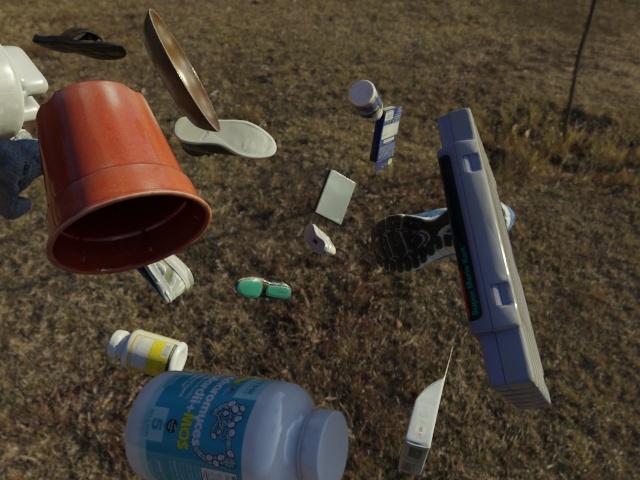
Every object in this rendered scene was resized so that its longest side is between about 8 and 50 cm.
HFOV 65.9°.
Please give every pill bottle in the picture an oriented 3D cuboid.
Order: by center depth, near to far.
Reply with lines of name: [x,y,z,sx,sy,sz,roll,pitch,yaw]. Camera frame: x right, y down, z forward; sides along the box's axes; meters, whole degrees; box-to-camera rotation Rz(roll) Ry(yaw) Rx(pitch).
pill bottle: [-0.103,0.249,0.629,0.264,0.146,0.146,-2,42,24]
pill bottle: [0.118,-0.346,1.240,0.067,0.120,0.067,-4,78,20]
pill bottle: [-0.450,0.293,1.285,0.184,0.103,0.103,15,47,5]

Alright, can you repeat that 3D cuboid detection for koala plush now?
koala plush: [-0.789,-0.206,1.299,0.196,0.203,0.221,34,31,-1]

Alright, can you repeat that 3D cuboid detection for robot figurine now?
robot figurine: [-0.679,-0.260,0.860,0.200,0.300,0.353,47,40,11]

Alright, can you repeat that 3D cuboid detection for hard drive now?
hard drive: [0.040,-0.124,1.430,0.022,0.094,0.135,4,71,60]

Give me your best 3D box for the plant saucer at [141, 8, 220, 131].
plant saucer: [-0.338,-0.393,1.187,0.050,0.310,0.310,-27,44,1]

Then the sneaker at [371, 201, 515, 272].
sneaker: [0.255,-0.009,1.051,0.330,0.129,0.147,-12,-5,39]

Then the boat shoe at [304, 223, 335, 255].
boat shoe: [0.000,0.000,0.940,0.035,0.035,0.100,22,14,-33]

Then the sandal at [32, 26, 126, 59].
sandal: [-0.575,-0.478,1.179,0.219,0.060,0.090,10,3,8]

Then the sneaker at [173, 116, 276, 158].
sneaker: [-0.286,-0.296,1.475,0.296,0.104,0.147,7,-4,-16]

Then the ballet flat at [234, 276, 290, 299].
ballet flat: [-0.109,0.086,0.899,0.114,0.041,0.041,13,31,-35]

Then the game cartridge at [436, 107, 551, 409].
game cartridge: [0.225,0.027,0.654,0.068,0.230,0.355,-18,60,26]

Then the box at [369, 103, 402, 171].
box: [0.233,-0.368,1.778,0.036,0.225,0.136,22,31,28]

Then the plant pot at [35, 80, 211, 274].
plant pot: [-0.370,-0.118,0.881,0.272,0.272,0.265,-21,71,-13]

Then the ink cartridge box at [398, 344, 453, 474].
ink cartridge box: [0.227,0.362,1.066,0.066,0.189,0.232,11,51,14]

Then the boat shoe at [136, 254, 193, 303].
boat shoe: [-0.493,0.048,1.343,0.320,0.118,0.103,35,54,12]
